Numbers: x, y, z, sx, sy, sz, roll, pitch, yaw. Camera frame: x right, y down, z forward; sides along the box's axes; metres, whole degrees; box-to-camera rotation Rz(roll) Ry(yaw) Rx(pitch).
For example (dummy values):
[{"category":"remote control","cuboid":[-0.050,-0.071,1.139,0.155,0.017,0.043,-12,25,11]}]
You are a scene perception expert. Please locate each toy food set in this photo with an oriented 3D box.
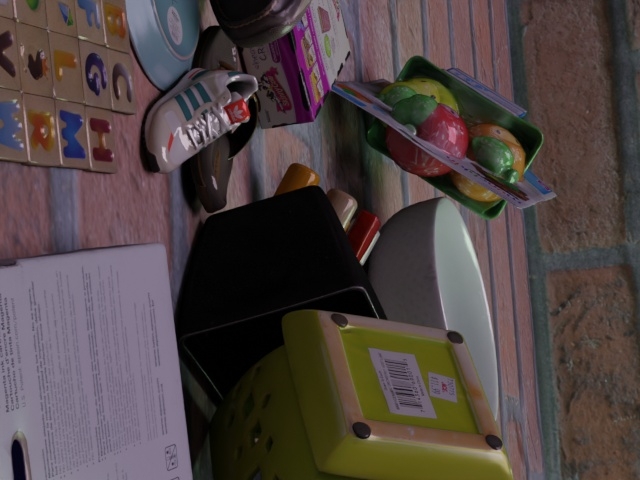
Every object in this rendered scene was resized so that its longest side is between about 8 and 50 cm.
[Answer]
[{"category":"toy food set","cuboid":[0.000,0.000,1.825,0.104,0.111,0.232,-61,167,-8]}]

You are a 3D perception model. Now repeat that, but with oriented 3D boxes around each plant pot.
[{"category":"plant pot","cuboid":[-0.034,0.057,1.563,0.187,0.188,0.167,62,13,-50]},{"category":"plant pot","cuboid":[0.041,0.199,1.443,0.228,0.227,0.207,-105,-146,-47]}]

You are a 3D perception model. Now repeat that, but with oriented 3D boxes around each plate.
[{"category":"plate","cuboid":[-0.153,-0.240,1.517,0.188,0.024,0.188,-7,90,-75]}]

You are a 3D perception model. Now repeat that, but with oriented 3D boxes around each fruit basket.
[{"category":"fruit basket","cuboid":[0.182,-0.153,2.171,0.165,0.327,0.353,-58,167,8]}]

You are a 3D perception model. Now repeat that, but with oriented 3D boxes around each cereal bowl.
[{"category":"cereal bowl","cuboid":[0.145,0.113,2.166,0.339,0.141,0.339,-11,90,-74]}]

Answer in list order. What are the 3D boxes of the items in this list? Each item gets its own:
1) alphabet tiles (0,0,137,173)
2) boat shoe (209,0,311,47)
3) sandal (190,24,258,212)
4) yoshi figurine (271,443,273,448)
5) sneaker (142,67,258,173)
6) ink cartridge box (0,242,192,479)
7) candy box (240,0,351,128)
[{"category":"alphabet tiles","cuboid":[-0.230,-0.201,1.262,0.342,0.011,0.285,0,83,-74]},{"category":"boat shoe","cuboid":[-0.092,-0.360,1.628,0.130,0.132,0.355,41,33,-48]},{"category":"sandal","cuboid":[-0.096,-0.128,1.596,0.090,0.060,0.219,63,22,-50]},{"category":"yoshi figurine","cuboid":[-0.015,0.309,1.613,0.203,0.203,0.362,44,35,5]},{"category":"sneaker","cuboid":[-0.113,-0.121,1.489,0.161,0.075,0.057,-59,141,-50]},{"category":"ink cartridge box","cuboid":[-0.190,0.171,1.155,0.330,0.071,0.324,-8,92,-71]},{"category":"candy box","cuboid":[-0.033,-0.253,1.846,0.233,0.071,0.159,-64,144,-60]}]
